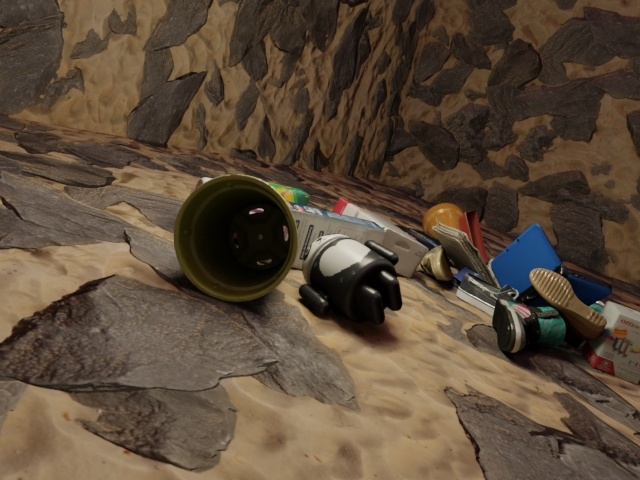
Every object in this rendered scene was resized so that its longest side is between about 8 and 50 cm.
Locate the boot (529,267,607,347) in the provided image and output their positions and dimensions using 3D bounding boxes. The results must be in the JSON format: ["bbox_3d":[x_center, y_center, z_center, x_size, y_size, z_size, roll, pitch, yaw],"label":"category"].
[{"bbox_3d":[0.698,0.207,1.456,0.248,0.090,0.207,44,-17,21],"label":"boot"}]

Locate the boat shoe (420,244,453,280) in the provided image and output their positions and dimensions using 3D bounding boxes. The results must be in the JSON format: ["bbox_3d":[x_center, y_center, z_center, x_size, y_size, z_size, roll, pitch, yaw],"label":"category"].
[{"bbox_3d":[0.412,0.090,1.782,0.098,0.109,0.302,-21,6,15],"label":"boat shoe"}]

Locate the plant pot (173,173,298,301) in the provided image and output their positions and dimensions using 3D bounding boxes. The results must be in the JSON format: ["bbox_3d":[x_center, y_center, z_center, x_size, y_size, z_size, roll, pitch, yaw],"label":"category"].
[{"bbox_3d":[-0.170,-0.008,1.183,0.276,0.276,0.254,19,3,6],"label":"plant pot"}]

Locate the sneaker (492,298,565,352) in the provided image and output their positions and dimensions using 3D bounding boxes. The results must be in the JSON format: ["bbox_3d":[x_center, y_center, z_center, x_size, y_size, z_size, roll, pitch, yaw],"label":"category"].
[{"bbox_3d":[0.577,0.246,1.344,0.178,0.124,0.295,11,12,12],"label":"sneaker"}]

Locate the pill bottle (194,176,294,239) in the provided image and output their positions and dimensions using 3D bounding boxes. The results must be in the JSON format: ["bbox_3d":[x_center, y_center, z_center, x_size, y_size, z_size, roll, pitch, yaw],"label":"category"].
[{"bbox_3d":[-0.230,-0.082,1.498,0.301,0.169,0.169,11,16,-27],"label":"pill bottle"}]

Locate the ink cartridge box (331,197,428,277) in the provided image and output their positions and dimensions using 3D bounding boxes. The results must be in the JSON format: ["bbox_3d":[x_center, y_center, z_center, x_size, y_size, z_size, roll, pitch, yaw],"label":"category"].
[{"bbox_3d":[0.191,-0.015,1.733,0.226,0.131,0.306,23,12,-32],"label":"ink cartridge box"}]

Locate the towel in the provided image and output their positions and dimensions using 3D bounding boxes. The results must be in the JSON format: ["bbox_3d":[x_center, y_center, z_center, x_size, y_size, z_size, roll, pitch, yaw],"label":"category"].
[{"bbox_3d":[0.516,0.060,1.760,0.282,0.049,0.187,55,-5,-21],"label":"towel"}]

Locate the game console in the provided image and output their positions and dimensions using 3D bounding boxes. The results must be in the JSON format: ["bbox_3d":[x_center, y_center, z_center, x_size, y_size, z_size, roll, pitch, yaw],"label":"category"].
[{"bbox_3d":[0.724,0.116,1.578,0.250,0.293,0.173,18,59,-4],"label":"game console"}]

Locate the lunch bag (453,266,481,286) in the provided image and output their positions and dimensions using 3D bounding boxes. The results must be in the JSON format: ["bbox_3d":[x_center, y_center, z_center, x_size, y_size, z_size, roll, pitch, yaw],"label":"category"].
[{"bbox_3d":[0.512,0.142,1.720,0.067,0.065,0.098,55,-7,-28],"label":"lunch bag"}]

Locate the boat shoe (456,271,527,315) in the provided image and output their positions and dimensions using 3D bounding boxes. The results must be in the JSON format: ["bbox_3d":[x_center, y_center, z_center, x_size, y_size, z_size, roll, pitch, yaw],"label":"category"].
[{"bbox_3d":[0.587,0.192,1.568,0.301,0.102,0.108,28,18,35],"label":"boat shoe"}]

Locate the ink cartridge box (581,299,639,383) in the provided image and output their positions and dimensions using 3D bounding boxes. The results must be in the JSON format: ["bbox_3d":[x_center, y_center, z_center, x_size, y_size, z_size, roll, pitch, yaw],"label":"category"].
[{"bbox_3d":[0.855,0.284,1.396,0.128,0.176,0.127,20,15,12],"label":"ink cartridge box"}]

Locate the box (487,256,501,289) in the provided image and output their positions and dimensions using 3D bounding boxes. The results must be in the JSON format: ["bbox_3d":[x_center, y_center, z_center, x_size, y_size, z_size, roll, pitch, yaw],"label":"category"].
[{"bbox_3d":[0.741,0.138,1.910,0.148,0.121,0.311,25,16,27],"label":"box"}]

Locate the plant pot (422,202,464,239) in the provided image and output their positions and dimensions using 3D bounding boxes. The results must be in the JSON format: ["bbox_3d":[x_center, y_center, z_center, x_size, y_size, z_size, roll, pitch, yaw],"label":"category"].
[{"bbox_3d":[0.590,-0.042,2.289,0.205,0.205,0.188,16,30,-7],"label":"plant pot"}]

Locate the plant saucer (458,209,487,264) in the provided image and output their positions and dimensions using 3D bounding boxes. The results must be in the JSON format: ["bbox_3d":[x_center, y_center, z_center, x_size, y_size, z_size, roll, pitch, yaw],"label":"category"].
[{"bbox_3d":[0.682,-0.004,2.209,0.048,0.259,0.258,-14,-1,28],"label":"plant saucer"}]

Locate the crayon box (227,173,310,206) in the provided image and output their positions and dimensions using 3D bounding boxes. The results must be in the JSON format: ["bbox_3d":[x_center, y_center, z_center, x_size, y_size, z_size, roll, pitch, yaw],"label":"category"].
[{"bbox_3d":[-0.192,-0.110,1.653,0.278,0.165,0.081,9,17,-28],"label":"crayon box"}]

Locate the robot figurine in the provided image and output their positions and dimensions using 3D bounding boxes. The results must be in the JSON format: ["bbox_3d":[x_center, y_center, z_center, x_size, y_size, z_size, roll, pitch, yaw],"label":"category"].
[{"bbox_3d":[0.074,0.089,1.211,0.209,0.173,0.278,7,18,-42],"label":"robot figurine"}]

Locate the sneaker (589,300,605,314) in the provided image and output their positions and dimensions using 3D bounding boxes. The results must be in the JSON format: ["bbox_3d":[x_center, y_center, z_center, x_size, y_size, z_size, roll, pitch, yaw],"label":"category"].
[{"bbox_3d":[0.920,0.259,1.779,0.275,0.107,0.110,20,33,28],"label":"sneaker"}]

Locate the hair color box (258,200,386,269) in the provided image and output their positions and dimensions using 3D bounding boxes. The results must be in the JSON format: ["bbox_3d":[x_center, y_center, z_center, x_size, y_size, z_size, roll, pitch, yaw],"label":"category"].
[{"bbox_3d":[0.000,0.000,1.452,0.347,0.174,0.105,12,15,-20],"label":"hair color box"}]

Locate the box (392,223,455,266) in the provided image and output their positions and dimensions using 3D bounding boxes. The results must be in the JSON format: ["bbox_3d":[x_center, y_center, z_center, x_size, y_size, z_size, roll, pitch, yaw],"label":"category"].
[{"bbox_3d":[0.405,0.014,2.082,0.293,0.073,0.295,9,17,-26],"label":"box"}]
